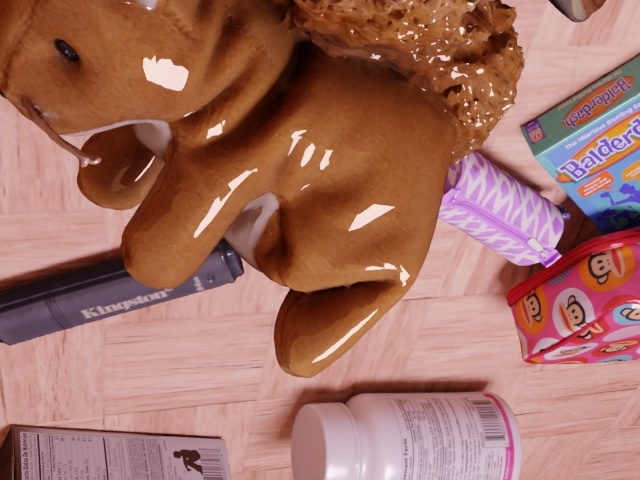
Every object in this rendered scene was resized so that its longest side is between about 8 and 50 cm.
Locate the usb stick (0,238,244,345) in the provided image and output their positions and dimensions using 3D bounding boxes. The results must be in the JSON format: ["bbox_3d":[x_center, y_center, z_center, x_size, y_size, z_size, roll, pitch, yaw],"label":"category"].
[{"bbox_3d":[-0.221,0.052,1.152,0.278,0.045,0.077,-16,141,0],"label":"usb stick"}]

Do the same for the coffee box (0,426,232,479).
[{"bbox_3d":[-0.285,0.345,1.435,0.297,0.118,0.168,9,137,-28],"label":"coffee box"}]

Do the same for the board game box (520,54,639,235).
[{"bbox_3d":[0.333,-0.096,1.157,0.160,0.047,0.210,-32,139,21],"label":"board game box"}]

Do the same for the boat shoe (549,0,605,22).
[{"bbox_3d":[0.170,-0.294,0.799,0.120,0.122,0.324,-34,141,8],"label":"boat shoe"}]

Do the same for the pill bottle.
[{"bbox_3d":[0.114,0.286,1.466,0.283,0.160,0.160,3,139,-21],"label":"pill bottle"}]

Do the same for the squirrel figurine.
[{"bbox_3d":[-0.043,-0.150,0.836,0.397,0.281,0.370,-39,127,10],"label":"squirrel figurine"}]

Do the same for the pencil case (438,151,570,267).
[{"bbox_3d":[0.175,-0.035,1.146,0.206,0.088,0.086,25,125,-39],"label":"pencil case"}]

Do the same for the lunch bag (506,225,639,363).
[{"bbox_3d":[0.381,0.079,1.301,0.293,0.120,0.258,0,155,-29],"label":"lunch bag"}]
